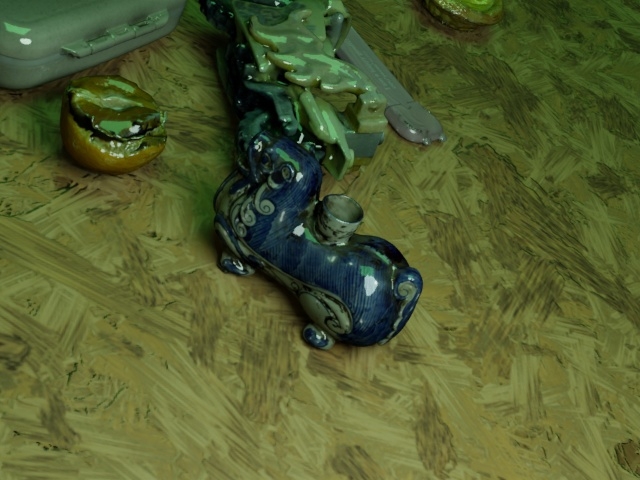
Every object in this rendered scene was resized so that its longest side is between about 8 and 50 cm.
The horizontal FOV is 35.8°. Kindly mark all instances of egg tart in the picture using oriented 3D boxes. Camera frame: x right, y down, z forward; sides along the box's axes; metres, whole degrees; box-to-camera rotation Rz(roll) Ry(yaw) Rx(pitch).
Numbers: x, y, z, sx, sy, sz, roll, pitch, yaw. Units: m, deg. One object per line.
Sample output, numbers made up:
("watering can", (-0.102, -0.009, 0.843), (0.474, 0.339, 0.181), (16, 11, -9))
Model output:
("egg tart", (0.266, -0.462, 1.911), (0.191, 0.074, 0.191), (16, 42, -15))

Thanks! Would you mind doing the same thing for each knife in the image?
("knife", (0.066, -0.296, 1.663), (0.132, 0.038, 0.398), (-18, 59, -37))

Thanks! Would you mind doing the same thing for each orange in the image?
("orange", (-0.268, -0.142, 1.270), (0.160, 0.112, 0.170), (35, 17, 25))

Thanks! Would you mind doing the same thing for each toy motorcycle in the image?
("toy motorcycle", (-0.041, -0.245, 1.462), (0.237, 0.168, 0.410), (-1, 53, -20))

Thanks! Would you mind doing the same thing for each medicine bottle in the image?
("medicine bottle", (-0.382, -0.354, 1.414), (0.282, 0.123, 0.375), (40, 43, 13))

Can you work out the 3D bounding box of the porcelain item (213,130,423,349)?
("porcelain item", (0.000, 0.000, 1.212), (0.288, 0.186, 0.138), (39, 40, 11))
